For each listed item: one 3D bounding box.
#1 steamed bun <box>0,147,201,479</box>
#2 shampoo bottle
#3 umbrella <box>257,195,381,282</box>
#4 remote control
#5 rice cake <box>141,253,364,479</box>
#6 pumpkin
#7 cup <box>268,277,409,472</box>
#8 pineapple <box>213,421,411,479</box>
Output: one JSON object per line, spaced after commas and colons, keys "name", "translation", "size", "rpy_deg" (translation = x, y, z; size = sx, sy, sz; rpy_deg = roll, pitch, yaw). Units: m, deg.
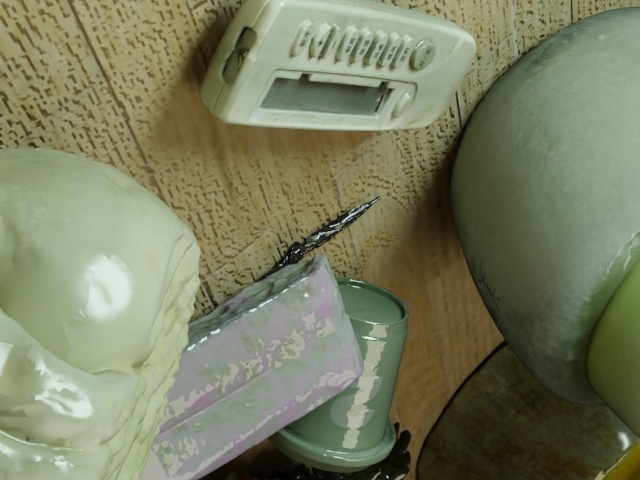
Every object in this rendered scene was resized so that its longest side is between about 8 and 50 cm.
{"name": "steamed bun", "translation": [-0.216, 0.119, 0.750], "size": [0.339, 0.247, 0.352], "rpy_deg": [-71, 175, -48]}
{"name": "shampoo bottle", "translation": [0.276, -0.018, 1.163], "size": [0.322, 0.317, 0.322], "rpy_deg": [-23, 144, -18]}
{"name": "umbrella", "translation": [0.000, -0.001, 1.114], "size": [0.122, 0.013, 0.022], "rpy_deg": [-37, 156, -14]}
{"name": "remote control", "translation": [0.016, -0.118, 0.950], "size": [0.230, 0.049, 0.090], "rpy_deg": [-3, 130, -52]}
{"name": "rice cake", "translation": [-0.102, 0.119, 1.043], "size": [0.298, 0.050, 0.106], "rpy_deg": [-28, 111, -25]}
{"name": "pumpkin", "translation": [0.285, 0.241, 1.612], "size": [0.332, 0.199, 0.332], "rpy_deg": [-34, 152, -21]}
{"name": "cup", "translation": [0.019, 0.108, 1.186], "size": [0.120, 0.120, 0.141], "rpy_deg": [-6, 121, -49]}
{"name": "pineapple", "translation": [-0.028, 0.258, 1.287], "size": [0.340, 0.169, 0.169], "rpy_deg": [-25, 146, -51]}
